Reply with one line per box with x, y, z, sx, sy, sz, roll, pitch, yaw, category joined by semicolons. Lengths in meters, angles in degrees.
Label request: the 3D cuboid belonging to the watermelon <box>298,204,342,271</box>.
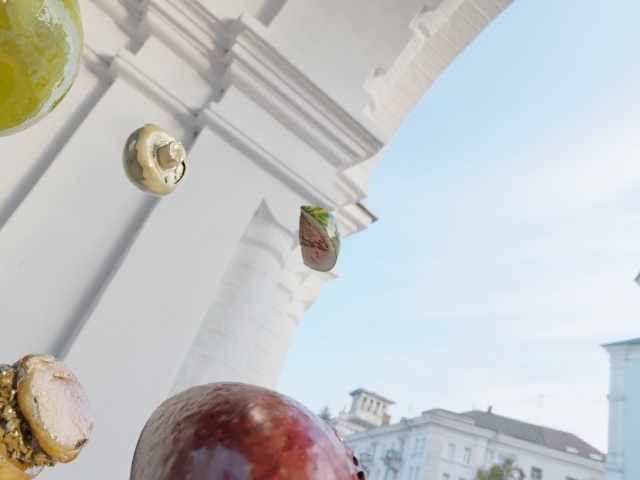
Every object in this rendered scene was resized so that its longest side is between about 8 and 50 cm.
0.012;-0.005;0.962;0.087;0.069;0.163;26;-38;22;watermelon

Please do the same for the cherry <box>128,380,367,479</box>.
-0.071;0.208;0.404;0.250;0.175;0.191;28;-63;42;cherry

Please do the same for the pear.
-0.295;-0.185;0.412;0.199;0.198;0.198;16;-30;9;pear

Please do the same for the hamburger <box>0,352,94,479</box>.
-0.555;0.338;0.890;0.212;0.260;0.244;-19;-47;-10;hamburger

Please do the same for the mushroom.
-0.341;-0.169;1.040;0.123;0.154;0.154;-10;-41;26;mushroom
